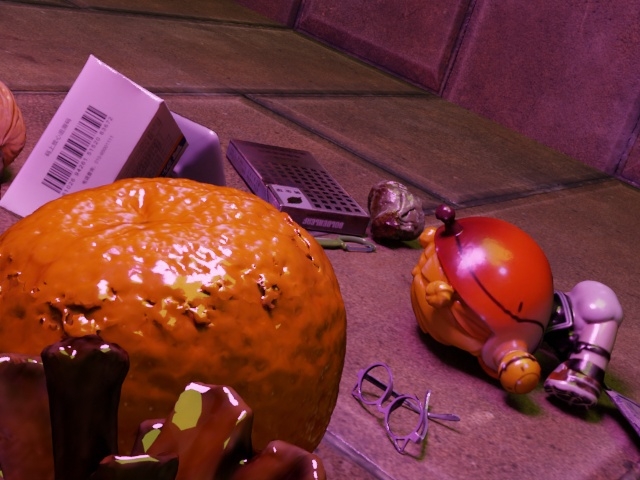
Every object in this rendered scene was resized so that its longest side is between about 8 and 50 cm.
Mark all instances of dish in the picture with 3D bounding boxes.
[{"bbox_3d":[-0.279,-0.141,1.582,0.243,0.182,0.080,27,58,20],"label":"dish"}]

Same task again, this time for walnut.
[{"bbox_3d":[-0.537,-0.183,1.420,0.165,0.165,0.197,-4,32,-46],"label":"walnut"}]

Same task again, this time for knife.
[{"bbox_3d":[0.000,-0.001,1.613,0.212,0.015,0.054,2,26,-37],"label":"knife"}]

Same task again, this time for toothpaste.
[{"bbox_3d":[0.460,0.274,1.248,0.068,0.099,0.282,-29,21,1],"label":"toothpaste"}]

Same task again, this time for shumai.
[{"bbox_3d":[0.122,-0.044,1.713,0.124,0.099,0.087,43,35,14],"label":"shumai"}]

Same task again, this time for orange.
[{"bbox_3d":[-0.145,0.105,0.847,0.340,0.293,0.340,1,25,-1],"label":"orange"}]

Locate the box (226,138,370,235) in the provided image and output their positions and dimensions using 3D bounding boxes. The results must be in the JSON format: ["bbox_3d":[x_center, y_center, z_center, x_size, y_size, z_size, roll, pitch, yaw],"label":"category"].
[{"bbox_3d":[-0.050,-0.106,1.792,0.180,0.047,0.325,7,23,-26],"label":"box"}]

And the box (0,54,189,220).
[{"bbox_3d":[-0.270,-0.088,1.180,0.106,0.200,0.299,31,-5,-2],"label":"box"}]

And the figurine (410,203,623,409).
[{"bbox_3d":[0.269,0.083,1.374,0.323,0.196,0.320,25,25,-12],"label":"figurine"}]

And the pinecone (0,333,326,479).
[{"bbox_3d":[-0.109,0.226,0.475,0.384,0.384,0.384,16,21,-6],"label":"pinecone"}]

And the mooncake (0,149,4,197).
[{"bbox_3d":[-0.530,-0.088,1.236,0.228,0.124,0.228,16,22,-7],"label":"mooncake"}]

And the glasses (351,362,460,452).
[{"bbox_3d":[0.112,0.211,1.162,0.104,0.062,0.140,30,9,-41],"label":"glasses"}]
